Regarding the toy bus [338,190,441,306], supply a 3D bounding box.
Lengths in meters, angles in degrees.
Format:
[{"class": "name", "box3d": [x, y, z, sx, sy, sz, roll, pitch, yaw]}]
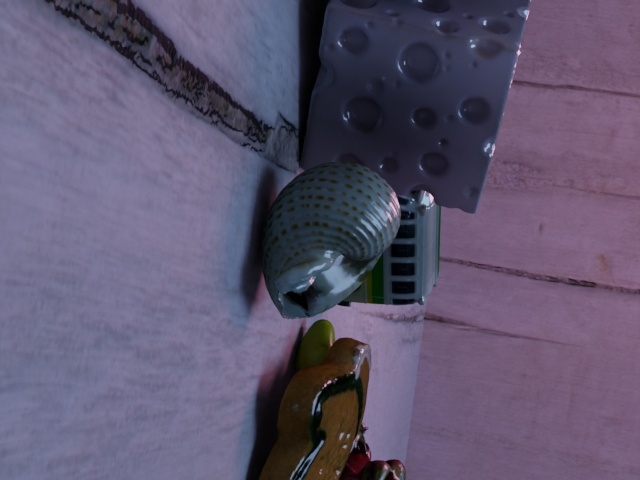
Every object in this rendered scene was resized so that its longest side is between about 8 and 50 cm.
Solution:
[{"class": "toy bus", "box3d": [0.096, -0.030, 1.912, 0.276, 0.165, 0.133, 87, 14, -47]}]

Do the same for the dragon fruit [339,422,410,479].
[{"class": "dragon fruit", "box3d": [0.049, 0.407, 1.961, 0.198, 0.273, 0.218, -17, 131, -29]}]

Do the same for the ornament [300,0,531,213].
[{"class": "ornament", "box3d": [0.129, -0.217, 1.673, 0.240, 0.240, 0.239, -68, 171, -54]}]

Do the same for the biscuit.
[{"class": "biscuit", "box3d": [-0.006, 0.268, 1.687, 0.287, 0.057, 0.343, 90, 24, -45]}]

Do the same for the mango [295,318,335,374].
[{"class": "mango", "box3d": [-0.003, 0.159, 1.804, 0.073, 0.056, 0.108, 86, 15, -59]}]

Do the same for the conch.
[{"class": "conch", "box3d": [-0.004, -0.009, 1.494, 0.200, 0.131, 0.172, -24, 159, -32]}]
